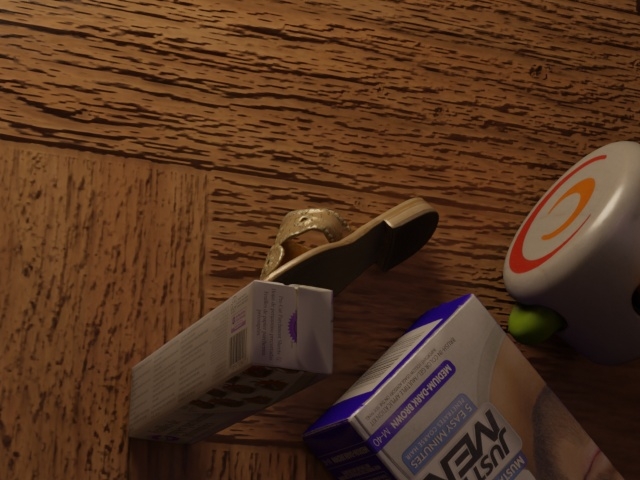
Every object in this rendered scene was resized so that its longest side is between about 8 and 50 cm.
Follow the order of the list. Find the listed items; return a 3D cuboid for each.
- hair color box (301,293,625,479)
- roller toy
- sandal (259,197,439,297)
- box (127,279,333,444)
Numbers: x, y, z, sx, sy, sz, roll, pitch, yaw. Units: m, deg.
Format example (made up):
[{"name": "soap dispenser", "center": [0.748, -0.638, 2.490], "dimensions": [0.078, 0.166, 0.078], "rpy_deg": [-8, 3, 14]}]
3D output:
[{"name": "hair color box", "center": [0.165, 0.239, 1.413], "dimensions": [0.185, 0.110, 0.339], "rpy_deg": [-43, 97, -30]}, {"name": "roller toy", "center": [0.285, 0.015, 1.485], "dimensions": [0.146, 0.209, 0.191], "rpy_deg": [38, 42, -12]}, {"name": "sandal", "center": [-0.001, 0.005, 1.435], "dimensions": [0.240, 0.088, 0.079], "rpy_deg": [-25, 55, -36]}, {"name": "box", "center": [-0.077, 0.101, 1.211], "dimensions": [0.063, 0.324, 0.067], "rpy_deg": [9, 71, -20]}]
